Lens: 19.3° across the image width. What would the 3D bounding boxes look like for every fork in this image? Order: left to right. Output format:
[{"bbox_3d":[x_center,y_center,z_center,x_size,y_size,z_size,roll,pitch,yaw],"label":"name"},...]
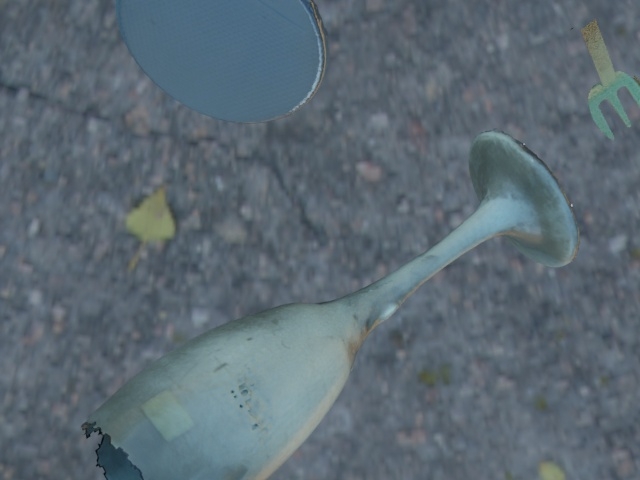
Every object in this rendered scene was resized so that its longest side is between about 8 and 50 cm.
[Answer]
[{"bbox_3d":[0.173,-0.106,1.145,0.039,0.235,0.021,-39,72,4],"label":"fork"}]

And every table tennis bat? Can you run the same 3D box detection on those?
[{"bbox_3d":[-0.079,-0.217,1.749,0.215,0.044,0.329,32,146,-5],"label":"table tennis bat"}]

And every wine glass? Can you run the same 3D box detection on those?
[{"bbox_3d":[0.000,0.000,1.038,0.309,0.096,0.264,-34,144,-21],"label":"wine glass"}]
